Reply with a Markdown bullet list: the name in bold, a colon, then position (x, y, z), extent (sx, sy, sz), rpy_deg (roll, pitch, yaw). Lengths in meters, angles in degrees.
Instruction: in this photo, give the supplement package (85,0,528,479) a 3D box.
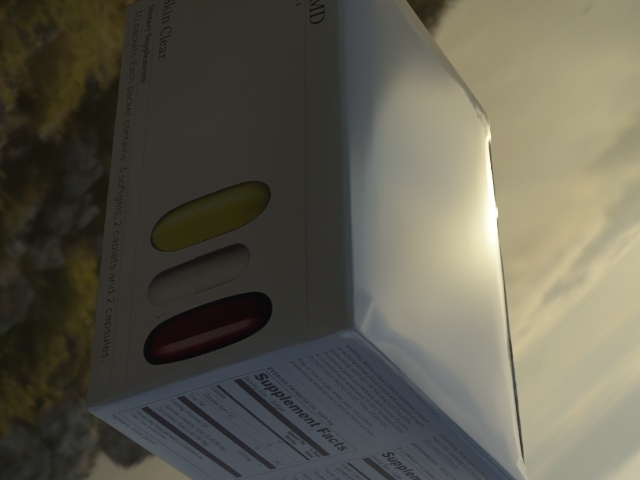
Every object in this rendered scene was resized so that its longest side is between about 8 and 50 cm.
- **supplement package**: position (0.000, 0.000, 0.724), extent (0.145, 0.262, 0.204), rpy_deg (-18, 141, 23)
